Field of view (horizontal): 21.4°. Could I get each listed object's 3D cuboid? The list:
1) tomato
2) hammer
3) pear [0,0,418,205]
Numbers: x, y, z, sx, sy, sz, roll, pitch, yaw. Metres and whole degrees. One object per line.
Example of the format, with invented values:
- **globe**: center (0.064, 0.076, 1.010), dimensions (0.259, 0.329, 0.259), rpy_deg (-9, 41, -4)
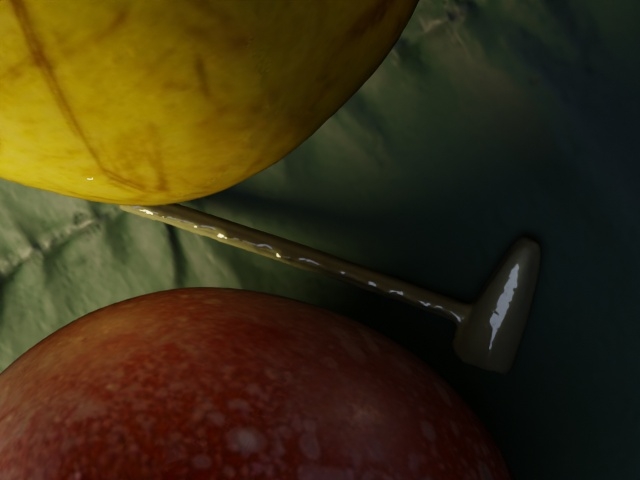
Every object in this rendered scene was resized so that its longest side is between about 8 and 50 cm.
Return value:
- **tomato**: center (-0.034, 0.143, 0.699), dimensions (0.270, 0.227, 0.270), rpy_deg (17, 134, 19)
- **hammer**: center (0.000, 0.000, 0.751), dimensions (0.195, 0.028, 0.060), rpy_deg (18, 107, 9)
- **pear**: center (-0.081, -0.153, 0.595), dimensions (0.280, 0.281, 0.281), rpy_deg (5, 110, 13)
